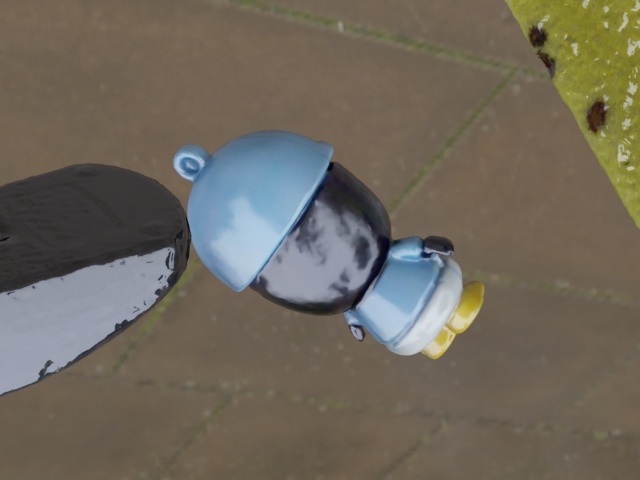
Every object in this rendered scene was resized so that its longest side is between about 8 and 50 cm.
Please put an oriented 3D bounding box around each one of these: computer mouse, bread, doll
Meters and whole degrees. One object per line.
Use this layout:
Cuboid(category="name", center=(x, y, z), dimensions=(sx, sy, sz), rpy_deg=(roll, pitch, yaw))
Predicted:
Cuboid(category="computer mouse", center=(-0.198, 0.036, 0.822), dimensions=(0.270, 0.137, 0.086), rpy_deg=(-19, 123, -28))
Cuboid(category="bread", center=(0.253, -0.080, 0.981), dimensions=(0.077, 0.361, 0.138), rpy_deg=(-6, 150, -38))
Cuboid(category="doll", center=(0.000, 0.000, 1.359), dimensions=(0.314, 0.141, 0.177), rpy_deg=(31, 130, -10))
